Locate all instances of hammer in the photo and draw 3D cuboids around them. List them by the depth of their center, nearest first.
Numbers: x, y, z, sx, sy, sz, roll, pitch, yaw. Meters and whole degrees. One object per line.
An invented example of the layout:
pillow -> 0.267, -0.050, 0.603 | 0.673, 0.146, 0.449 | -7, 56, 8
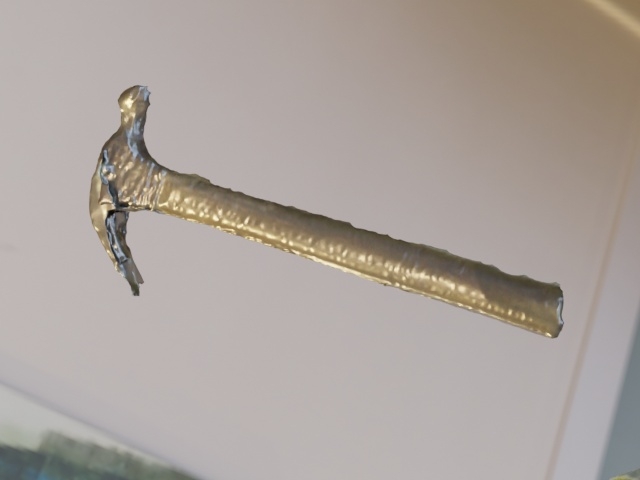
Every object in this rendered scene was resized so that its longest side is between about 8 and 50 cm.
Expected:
hammer -> 0.000, 0.000, 0.778 | 0.297, 0.125, 0.027 | 16, -170, 15

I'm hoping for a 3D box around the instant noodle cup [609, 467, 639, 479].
instant noodle cup -> 0.106, 0.222, 0.416 | 0.264, 0.200, 0.264 | 22, 120, 44
